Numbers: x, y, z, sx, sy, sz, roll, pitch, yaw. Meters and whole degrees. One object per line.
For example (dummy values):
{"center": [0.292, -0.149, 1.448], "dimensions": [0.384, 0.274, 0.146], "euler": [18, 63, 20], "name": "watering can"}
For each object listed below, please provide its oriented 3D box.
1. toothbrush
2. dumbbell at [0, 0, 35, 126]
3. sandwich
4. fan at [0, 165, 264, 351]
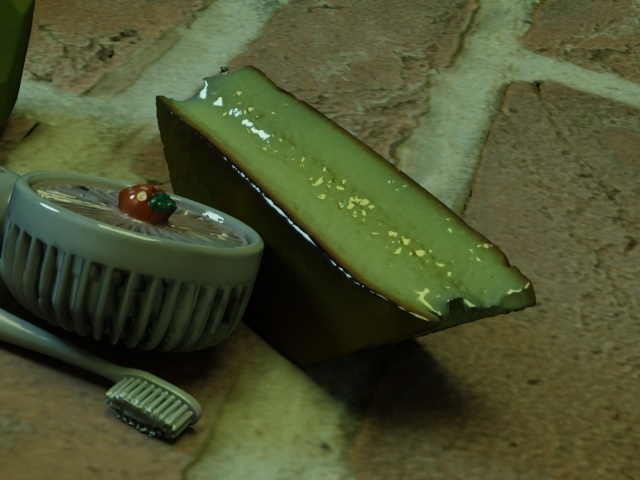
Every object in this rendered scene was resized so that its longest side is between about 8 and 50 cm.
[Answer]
{"center": [-0.184, 0.032, 0.788], "dimensions": [0.286, 0.020, 0.025], "euler": [24, 34, 20], "name": "toothbrush"}
{"center": [-0.333, -0.145, 0.969], "dimensions": [0.302, 0.108, 0.121], "euler": [12, 26, -4], "name": "dumbbell"}
{"center": [0.000, 0.000, 0.863], "dimensions": [0.094, 0.096, 0.258], "euler": [-13, 38, -33], "name": "sandwich"}
{"center": [-0.151, -0.010, 0.803], "dimensions": [0.244, 0.074, 0.130], "euler": [17, 11, 5], "name": "fan"}
